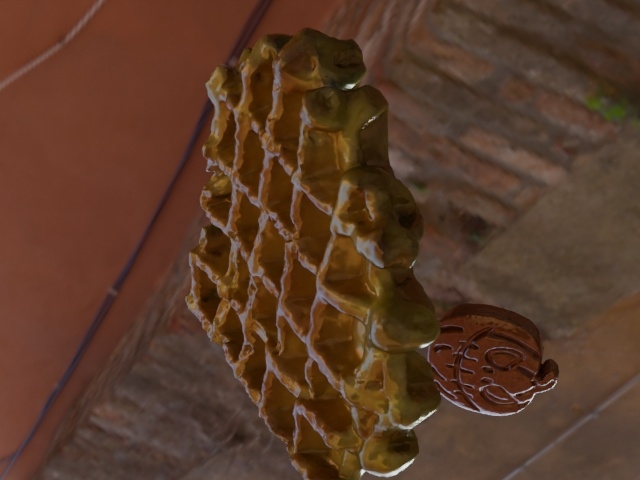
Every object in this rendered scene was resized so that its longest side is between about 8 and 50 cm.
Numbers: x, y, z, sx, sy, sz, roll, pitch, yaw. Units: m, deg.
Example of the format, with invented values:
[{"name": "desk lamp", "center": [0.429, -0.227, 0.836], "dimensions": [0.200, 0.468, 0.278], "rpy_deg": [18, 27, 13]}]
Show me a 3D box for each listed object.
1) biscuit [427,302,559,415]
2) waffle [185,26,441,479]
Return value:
[{"name": "biscuit", "center": [0.101, 0.073, 0.817], "dimensions": [0.078, 0.091, 0.015], "rpy_deg": [12, -132, 15]}, {"name": "waffle", "center": [-0.001, 0.000, 0.739], "dimensions": [0.057, 0.219, 0.229], "rpy_deg": [-9, -146, -26]}]
